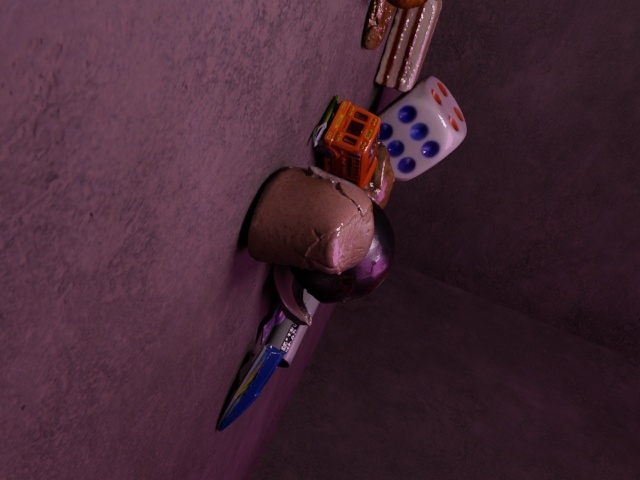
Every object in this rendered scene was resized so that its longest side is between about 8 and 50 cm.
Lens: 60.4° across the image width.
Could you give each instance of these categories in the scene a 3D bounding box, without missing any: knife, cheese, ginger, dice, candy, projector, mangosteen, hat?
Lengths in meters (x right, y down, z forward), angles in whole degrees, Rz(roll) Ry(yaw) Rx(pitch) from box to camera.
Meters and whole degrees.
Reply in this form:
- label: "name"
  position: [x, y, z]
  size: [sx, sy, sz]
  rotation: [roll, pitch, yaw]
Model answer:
- label: "knife"
  position: [0.011, -0.305, 1.388]
  size: [0.022, 0.026, 0.184]
  rotation: [-16, -139, 48]
- label: "cheese"
  position: [-0.139, 0.235, 1.726]
  size: [0.191, 0.042, 0.105]
  rotation: [-57, 165, -48]
- label: "ginger"
  position: [0.145, -0.191, 1.891]
  size: [0.223, 0.200, 0.270]
  rotation: [73, 40, -74]
- label: "dice"
  position: [0.359, -0.421, 2.082]
  size: [0.304, 0.277, 0.304]
  rotation: [-30, -169, 32]
- label: "candy"
  position: [0.308, -0.687, 1.896]
  size: [0.179, 0.135, 0.321]
  rotation: [-53, 163, -65]
- label: "projector"
  position: [-0.087, 0.273, 1.925]
  size: [0.108, 0.108, 0.338]
  rotation: [98, 16, -58]
- label: "mangosteen"
  position: [0.058, 0.019, 1.496]
  size: [0.330, 0.329, 0.330]
  rotation: [22, 90, -81]
- label: "hat"
  position: [-0.100, 0.130, 1.624]
  size: [0.244, 0.149, 0.215]
  rotation: [35, 53, -43]

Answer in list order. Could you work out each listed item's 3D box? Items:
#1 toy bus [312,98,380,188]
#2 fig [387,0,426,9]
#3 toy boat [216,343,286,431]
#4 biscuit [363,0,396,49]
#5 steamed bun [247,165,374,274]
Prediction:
- label: "toy bus"
  position: [0.080, -0.243, 1.531]
  size: [0.329, 0.153, 0.143]
  rotation: [86, 28, -74]
- label: "fig"
  position: [0.196, -0.648, 1.275]
  size: [0.149, 0.148, 0.202]
  rotation: [-92, 178, -56]
- label: "toy boat"
  position: [-0.220, 0.438, 1.628]
  size: [0.295, 0.088, 0.129]
  rotation: [-57, 171, -2]
- label: "biscuit"
  position: [0.172, -0.630, 1.508]
  size: [0.226, 0.042, 0.226]
  rotation: [21, 90, -81]
- label: "steamed bun"
  position: [-0.008, -0.062, 1.201]
  size: [0.301, 0.251, 0.199]
  rotation: [-44, 141, -65]
